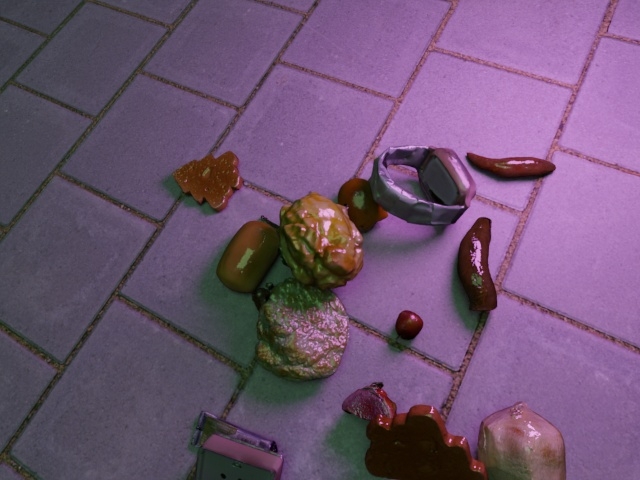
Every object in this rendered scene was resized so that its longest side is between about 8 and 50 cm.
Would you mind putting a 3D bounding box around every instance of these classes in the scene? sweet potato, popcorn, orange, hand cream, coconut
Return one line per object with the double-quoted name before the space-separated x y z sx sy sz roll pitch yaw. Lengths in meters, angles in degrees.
"sweet potato" 0.424 0.058 1.152 0.112 0.085 0.286 24 56 -19
"sweet potato" 0.562 -0.222 1.258 0.255 0.058 0.078 9 52 14
"popcorn" 0.000 0.000 1.146 0.215 0.252 0.286 -26 60 10
"orange" 0.116 -0.112 1.251 0.170 0.112 0.160 23 73 29
"hand cream" -0.212 0.502 1.070 0.235 0.055 0.086 9 71 18
"coconut" 0.435 0.450 0.925 0.194 0.194 0.194 -3 67 7

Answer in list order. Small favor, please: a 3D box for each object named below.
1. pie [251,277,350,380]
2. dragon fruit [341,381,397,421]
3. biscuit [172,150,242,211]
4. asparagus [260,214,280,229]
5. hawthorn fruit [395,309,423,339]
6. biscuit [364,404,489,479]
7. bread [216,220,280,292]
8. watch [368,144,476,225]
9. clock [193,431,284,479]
"pie" -0.051 0.230 1.130 0.257 0.105 0.274 -5 67 -4
"dragon fruit" 0.137 0.396 1.037 0.147 0.102 0.096 17 68 19
"biscuit" -0.369 -0.199 1.390 0.238 0.041 0.212 8 74 11
"asparagus" -0.134 -0.044 1.303 0.127 0.015 0.018 30 65 18
"hawthorn fruit" 0.231 0.221 1.110 0.077 0.077 0.077 -3 67 7
"biscuit" 0.241 0.485 0.933 0.306 0.284 0.043 33 35 4
"bread" -0.211 0.042 1.236 0.147 0.098 0.217 20 70 20
"watch" 0.266 -0.154 1.178 0.241 0.162 0.253 -15 63 -21
"clock" -0.193 0.556 0.996 0.192 0.071 0.147 12 100 13
